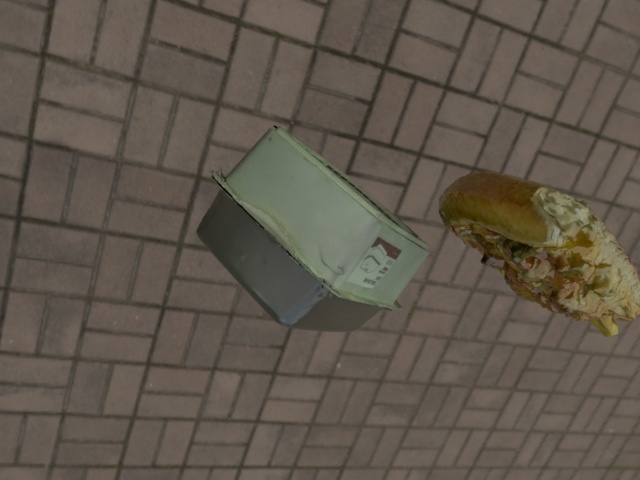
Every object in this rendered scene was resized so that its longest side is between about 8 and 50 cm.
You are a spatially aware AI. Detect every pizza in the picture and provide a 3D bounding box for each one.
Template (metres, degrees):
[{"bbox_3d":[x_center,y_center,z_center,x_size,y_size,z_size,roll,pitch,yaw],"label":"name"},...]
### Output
[{"bbox_3d":[0.204,-0.012,0.695,0.087,0.268,0.258,-52,131,1],"label":"pizza"}]

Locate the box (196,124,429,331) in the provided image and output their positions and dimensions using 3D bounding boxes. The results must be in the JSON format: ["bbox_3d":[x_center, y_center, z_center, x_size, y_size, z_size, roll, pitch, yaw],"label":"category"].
[{"bbox_3d":[0.000,0.000,0.776,0.166,0.220,0.290,-49,157,8],"label":"box"}]
